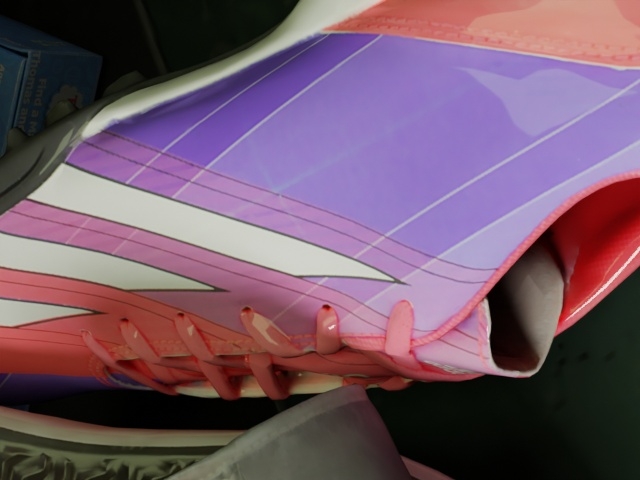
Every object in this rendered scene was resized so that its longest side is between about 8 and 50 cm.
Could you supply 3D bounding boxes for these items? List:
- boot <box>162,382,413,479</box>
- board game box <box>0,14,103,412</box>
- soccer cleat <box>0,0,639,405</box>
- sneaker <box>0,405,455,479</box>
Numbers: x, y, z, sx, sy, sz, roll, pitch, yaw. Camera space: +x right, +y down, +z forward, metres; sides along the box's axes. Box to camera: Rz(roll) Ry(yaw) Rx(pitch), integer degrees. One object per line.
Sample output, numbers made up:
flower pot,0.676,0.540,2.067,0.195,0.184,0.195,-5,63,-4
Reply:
boot,0.050,0.128,0.472,0.076,0.190,0.208,90,155,-59
board game box,-0.176,-0.021,0.735,0.211,0.039,0.160,25,108,39
soccer cleat,0.000,0.000,0.540,0.318,0.109,0.116,-28,75,36
sneaker,-0.025,0.104,0.587,0.290,0.123,0.106,17,82,20
